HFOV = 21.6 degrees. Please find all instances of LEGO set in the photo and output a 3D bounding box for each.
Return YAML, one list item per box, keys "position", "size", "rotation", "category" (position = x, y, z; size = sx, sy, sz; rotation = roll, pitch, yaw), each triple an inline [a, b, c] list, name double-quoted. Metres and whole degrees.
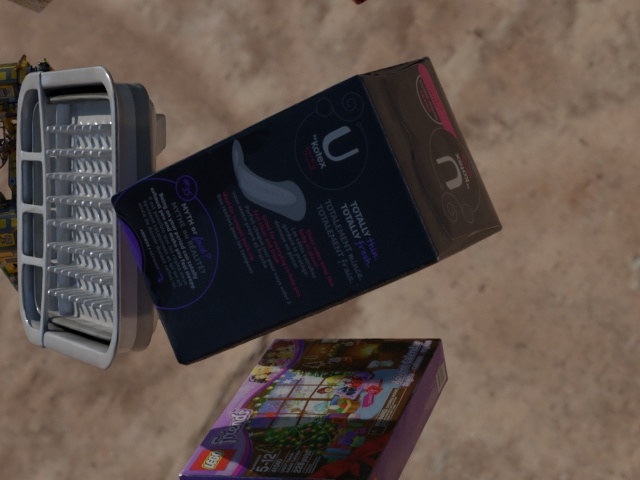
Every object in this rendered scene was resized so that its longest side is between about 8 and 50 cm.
- position: [-0.338, -0.086, 2.239]
  size: [0.192, 0.255, 0.331]
  rotation: [-7, 57, 3]
  category: "LEGO set"

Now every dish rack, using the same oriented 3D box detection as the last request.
- position: [-0.225, -0.027, 1.661]
  size: [0.333, 0.072, 0.285]
  rotation: [-173, 82, -65]
  category: "dish rack"

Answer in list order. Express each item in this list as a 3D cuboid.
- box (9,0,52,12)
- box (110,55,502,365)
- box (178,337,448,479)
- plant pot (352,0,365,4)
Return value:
- position: [-0.333, -0.323, 1.971]
  size: [0.324, 0.067, 0.063]
  rotation: [-173, 102, -74]
  category: "box"
- position: [-0.013, -0.023, 1.410]
  size: [0.270, 0.165, 0.143]
  rotation: [-23, 0, 31]
  category: "box"
- position: [0.000, 0.193, 1.757]
  size: [0.201, 0.057, 0.293]
  rotation: [-2, 24, 20]
  category: "box"
- position: [0.047, -0.448, 1.840]
  size: [0.267, 0.236, 0.267]
  rotation: [-42, 16, 4]
  category: "plant pot"
